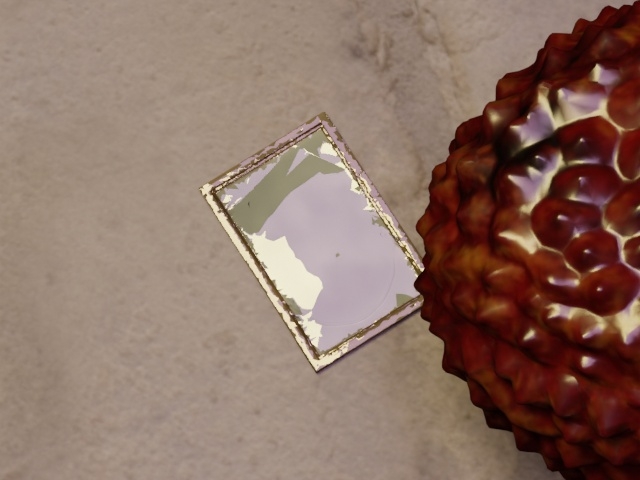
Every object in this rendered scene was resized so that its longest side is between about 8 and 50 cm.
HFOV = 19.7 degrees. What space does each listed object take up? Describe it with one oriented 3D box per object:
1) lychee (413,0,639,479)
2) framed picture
[{"bbox_3d":[0.320,0.001,1.451,0.500,0.424,0.424,-10,76,-17],"label":"lychee"},{"bbox_3d":[0.000,0.000,1.661,0.136,0.010,0.201,-32,78,-5],"label":"framed picture"}]
